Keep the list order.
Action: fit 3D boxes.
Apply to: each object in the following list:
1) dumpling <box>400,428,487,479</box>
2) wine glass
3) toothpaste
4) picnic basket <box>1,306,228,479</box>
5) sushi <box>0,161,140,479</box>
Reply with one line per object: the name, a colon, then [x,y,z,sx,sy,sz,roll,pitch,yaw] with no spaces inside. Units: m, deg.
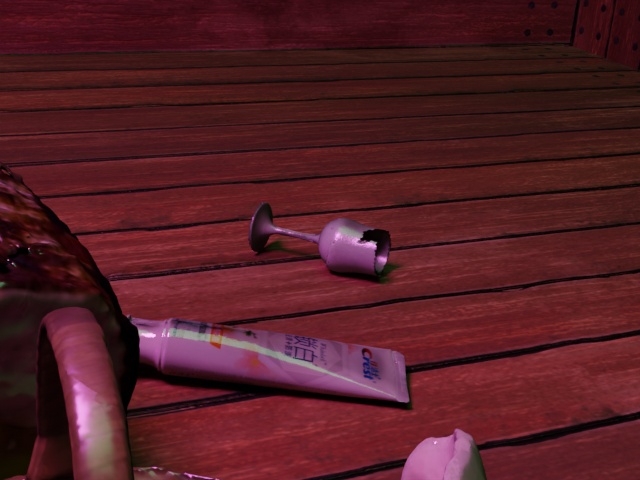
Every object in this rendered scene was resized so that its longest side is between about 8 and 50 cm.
dumpling: [0.112,0.260,0.637,0.187,0.242,0.318,-3,24,-3]
wine glass: [0.000,0.000,1.457,0.196,0.079,0.079,12,24,19]
toothpaste: [-0.061,0.135,1.151,0.323,0.066,0.100,8,26,-4]
picnic basket: [-0.150,0.202,0.635,0.337,0.337,0.293,-4,24,-19]
sushi: [-0.328,0.086,0.882,0.299,0.281,0.294,29,8,-46]
